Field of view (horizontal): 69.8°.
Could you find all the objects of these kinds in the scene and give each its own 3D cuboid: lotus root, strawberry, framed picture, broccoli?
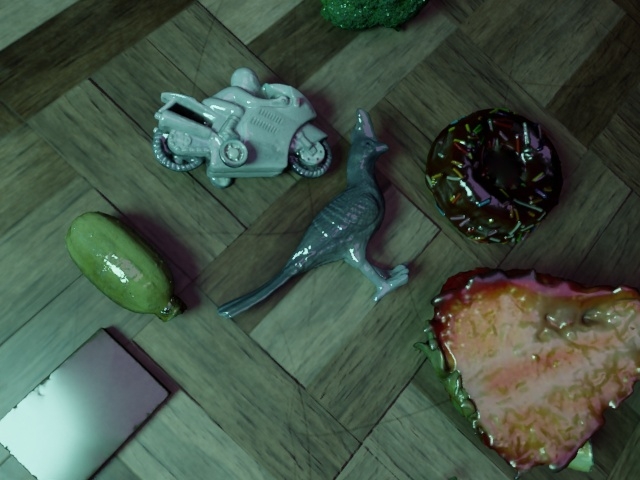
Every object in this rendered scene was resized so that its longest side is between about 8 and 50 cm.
[{"bbox_3d":[-0.254,0.039,0.598,0.183,0.090,0.077,45,45,-1],"label":"lotus root"},{"bbox_3d":[0.276,0.139,0.642,0.280,0.150,0.253,-43,78,-5],"label":"strawberry"},{"bbox_3d":[-0.297,0.216,0.580,0.128,0.023,0.168,43,72,2],"label":"framed picture"},{"bbox_3d":[0.086,-0.499,0.744,0.254,0.269,0.269,-15,80,-20],"label":"broccoli"}]

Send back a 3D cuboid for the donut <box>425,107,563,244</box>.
[{"bbox_3d":[0.292,-0.111,0.750,0.235,0.089,0.235,3,74,-12],"label":"donut"}]

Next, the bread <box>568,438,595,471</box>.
[{"bbox_3d":[0.338,0.257,0.670,0.094,0.083,0.157,-23,56,3],"label":"bread"}]

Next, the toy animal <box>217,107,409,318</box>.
[{"bbox_3d":[0.038,0.007,0.675,0.206,0.081,0.367,36,80,-6],"label":"toy animal"}]

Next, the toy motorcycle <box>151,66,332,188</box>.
[{"bbox_3d":[-0.108,-0.170,0.668,0.260,0.110,0.170,-1,79,-21],"label":"toy motorcycle"}]

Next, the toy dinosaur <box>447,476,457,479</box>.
[{"bbox_3d":[0.029,0.502,0.546,0.447,0.087,0.300,-24,82,-9],"label":"toy dinosaur"}]
